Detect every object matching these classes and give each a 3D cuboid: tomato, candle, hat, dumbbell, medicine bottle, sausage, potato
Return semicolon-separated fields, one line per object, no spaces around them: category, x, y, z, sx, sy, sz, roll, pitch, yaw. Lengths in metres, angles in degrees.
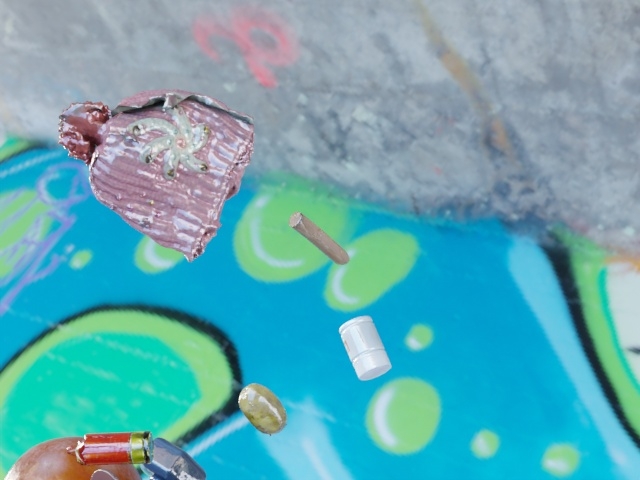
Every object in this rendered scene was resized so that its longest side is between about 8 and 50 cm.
tomato;-0.429;0.463;1.891;0.265;0.265;0.265;26;150;16
candle;-0.322;0.319;1.672;0.131;0.052;0.052;-3;145;-1
hat;-0.255;-0.125;1.616;0.286;0.236;0.107;24;175;-3
dumbbell;-0.378;0.570;2.260;0.156;0.316;0.144;49;154;-25
medicine bottle;0.070;0.168;1.717;0.057;0.057;0.089;109;142;-60
sausage;0.000;0.000;1.514;0.026;0.026;0.116;1;149;45
potato;-0.078;0.229;1.486;0.083;0.051;0.040;57;-175;-20

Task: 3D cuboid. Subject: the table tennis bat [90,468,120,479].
table tennis bat;-0.282;0.374;1.447;0.087;0.013;0.156;26;116;38
